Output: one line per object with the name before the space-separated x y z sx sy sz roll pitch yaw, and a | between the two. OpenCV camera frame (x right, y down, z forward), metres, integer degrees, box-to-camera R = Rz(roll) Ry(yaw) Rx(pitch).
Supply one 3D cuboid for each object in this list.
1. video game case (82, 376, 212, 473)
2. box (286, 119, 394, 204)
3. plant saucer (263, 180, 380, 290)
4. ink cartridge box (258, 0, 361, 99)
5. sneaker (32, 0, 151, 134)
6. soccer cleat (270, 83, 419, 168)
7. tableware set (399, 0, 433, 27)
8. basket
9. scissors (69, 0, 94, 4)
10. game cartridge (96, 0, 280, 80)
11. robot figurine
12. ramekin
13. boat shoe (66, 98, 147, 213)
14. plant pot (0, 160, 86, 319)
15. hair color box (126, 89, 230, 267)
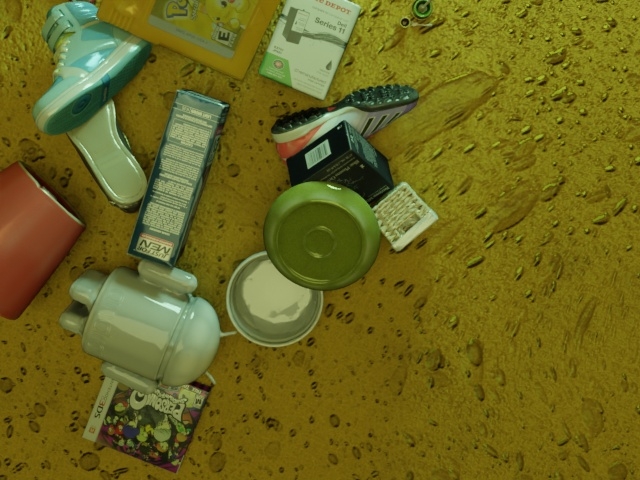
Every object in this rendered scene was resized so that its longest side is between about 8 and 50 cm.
video game case | -0.387 0.383 2.032 0.232 0.042 0.210 23 99 -3
box | 0.041 -0.137 1.871 0.156 0.093 0.158 -33 135 23
plant saucer | 0.000 0.000 1.834 0.240 0.037 0.241 3 113 6
ink cartridge box | -0.022 -0.413 1.885 0.153 0.087 0.209 21 97 -4
sneaker | -0.513 -0.357 1.829 0.208 0.319 0.127 38 141 1
soccer cleat | 0.059 -0.238 1.915 0.318 0.109 0.117 -18 117 2
tableware set | 0.188 -0.521 1.900 0.103 0.024 0.154 2 99 0
basket | 0.169 -0.054 1.902 0.113 0.167 0.103 -40 92 6
scissors | -0.586 -0.584 1.899 0.297 0.021 0.109 25 100 -2
game cartridge | -0.246 -0.507 1.819 0.323 0.053 0.285 20 114 -19
robot figurine | -0.363 0.184 1.922 0.353 0.200 0.300 22 112 -3
ramekin | -0.096 0.117 1.956 0.207 0.109 0.207 0 98 0
boat shoe | -0.459 -0.205 1.903 0.116 0.097 0.324 -27 79 -18
plant pot | -0.637 -0.015 1.875 0.275 0.275 0.243 45 85 -6
hair color box | -0.291 -0.132 1.886 0.105 0.174 0.348 19 99 -4
